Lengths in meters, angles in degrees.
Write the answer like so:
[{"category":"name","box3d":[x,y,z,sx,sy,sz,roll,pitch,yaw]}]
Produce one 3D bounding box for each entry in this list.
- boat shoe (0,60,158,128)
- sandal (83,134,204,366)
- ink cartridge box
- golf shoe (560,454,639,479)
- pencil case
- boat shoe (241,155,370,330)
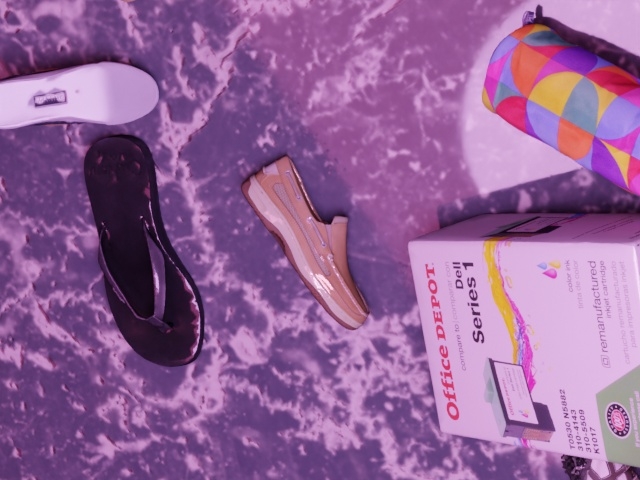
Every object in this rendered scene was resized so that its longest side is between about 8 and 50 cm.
[{"category":"boat shoe","box3d":[-0.263,-0.153,1.472,0.183,0.083,0.065,-6,102,-13]},{"category":"sandal","box3d":[-0.196,0.018,1.493,0.097,0.054,0.254,-16,98,16]},{"category":"ink cartridge box","box3d":[0.224,0.084,1.302,0.278,0.117,0.201,1,105,51]},{"category":"golf shoe","box3d":[0.288,0.235,1.425,0.094,0.077,0.198,5,105,-5]},{"category":"pencil case","box3d":[0.251,-0.116,1.274,0.236,0.104,0.104,40,112,39]},{"category":"boat shoe","box3d":[0.000,0.000,1.440,0.072,0.068,0.190,-36,92,6]}]
